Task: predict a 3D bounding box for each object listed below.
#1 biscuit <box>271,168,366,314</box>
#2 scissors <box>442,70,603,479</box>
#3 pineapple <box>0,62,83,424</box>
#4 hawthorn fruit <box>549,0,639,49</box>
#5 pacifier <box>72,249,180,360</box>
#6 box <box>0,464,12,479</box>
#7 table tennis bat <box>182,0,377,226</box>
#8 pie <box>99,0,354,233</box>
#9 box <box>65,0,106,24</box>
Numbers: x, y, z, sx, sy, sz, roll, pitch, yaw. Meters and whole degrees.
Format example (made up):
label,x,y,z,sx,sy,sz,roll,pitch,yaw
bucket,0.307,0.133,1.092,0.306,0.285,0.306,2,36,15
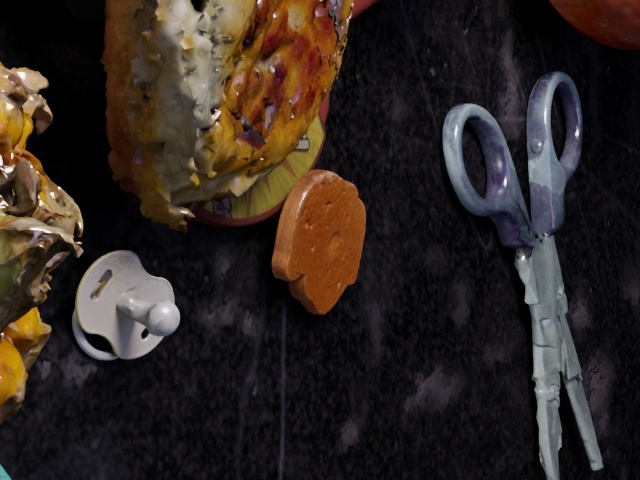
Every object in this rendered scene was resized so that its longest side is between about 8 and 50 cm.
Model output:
label,x,y,z,sx,sy,sz,roll,pitch,yaw
biscuit,0.000,0.000,1.283,0.130,0.019,0.102,39,67,-61
scissors,0.207,0.044,1.590,0.256,0.029,0.383,-27,107,-54
pineapple,-0.176,-0.028,0.815,0.209,0.286,0.344,-45,125,-47
hawthorn fruit,0.282,-0.282,1.575,0.231,0.263,0.235,-24,63,-35
pacifier,-0.117,0.048,1.090,0.083,0.064,0.068,45,69,-44
box,-0.217,0.242,0.946,0.226,0.042,0.161,-58,134,-39
table tennis bat,-0.039,-0.133,1.245,0.310,0.038,0.200,-44,126,-44
pie,-0.050,-0.152,1.086,0.308,0.085,0.308,17,90,-75
box,-0.117,-0.310,1.034,0.289,0.073,0.290,71,31,-58
